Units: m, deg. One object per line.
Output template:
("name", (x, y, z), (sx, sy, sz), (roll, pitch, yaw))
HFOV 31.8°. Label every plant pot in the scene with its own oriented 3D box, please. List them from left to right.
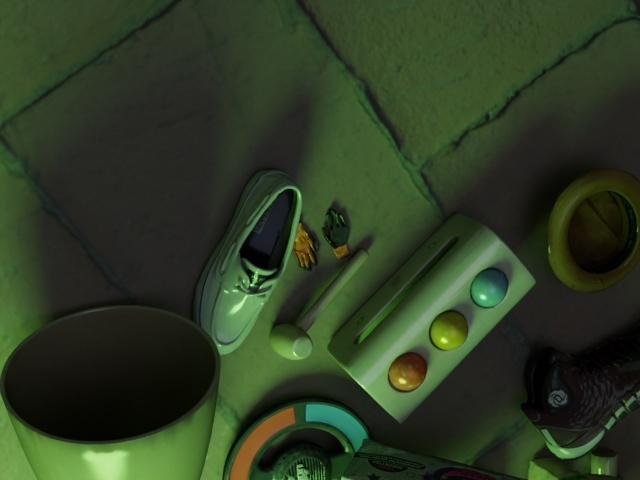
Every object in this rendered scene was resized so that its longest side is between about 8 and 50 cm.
("plant pot", (-0.246, 0.263, 1.397), (0.256, 0.256, 0.274), (-12, 125, -17))

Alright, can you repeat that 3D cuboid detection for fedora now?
("fedora", (0.388, -0.021, 1.623), (0.194, 0.079, 0.194), (-9, 113, -22))

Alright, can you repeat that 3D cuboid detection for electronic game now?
("electronic game", (-0.027, 0.327, 1.584), (0.229, 0.048, 0.229), (-6, 108, -19))

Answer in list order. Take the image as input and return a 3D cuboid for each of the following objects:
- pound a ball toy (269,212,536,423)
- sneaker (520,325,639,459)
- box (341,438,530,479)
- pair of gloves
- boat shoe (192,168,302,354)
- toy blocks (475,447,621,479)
("pound a ball toy", (0.115, 0.100, 1.525), (0.319, 0.136, 0.208), (-45, 115, -4))
("sneaker", (0.414, 0.186, 1.681), (0.281, 0.106, 0.162), (-47, 112, -2))
("box", (0.148, 0.388, 1.512), (0.247, 0.142, 0.163), (12, 106, 12))
("pair of gloves", (0.000, 0.000, 1.520), (0.083, 0.010, 0.074), (-21, 111, -15))
("boat shoe", (-0.094, 0.034, 1.453), (0.095, 0.084, 0.258), (13, 100, -24))
("toy blocks", (0.400, 0.483, 1.662), (0.309, 0.288, 0.260), (-5, 100, -22))
